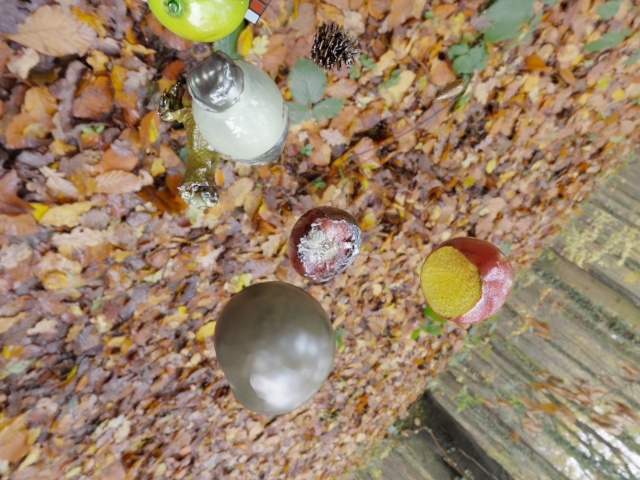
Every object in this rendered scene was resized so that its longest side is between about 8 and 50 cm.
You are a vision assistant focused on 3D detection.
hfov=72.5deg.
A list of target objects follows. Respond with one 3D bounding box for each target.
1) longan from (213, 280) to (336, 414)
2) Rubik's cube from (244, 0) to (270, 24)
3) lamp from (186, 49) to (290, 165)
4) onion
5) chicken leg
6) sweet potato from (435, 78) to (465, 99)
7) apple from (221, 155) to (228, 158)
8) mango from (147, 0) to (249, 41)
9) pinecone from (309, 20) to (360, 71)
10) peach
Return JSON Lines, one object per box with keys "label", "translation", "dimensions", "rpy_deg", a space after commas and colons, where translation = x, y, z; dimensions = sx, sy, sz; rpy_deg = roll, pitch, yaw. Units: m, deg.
{"label": "longan", "translation": [-0.068, 0.168, 0.694], "dimensions": [0.198, 0.212, 0.198], "rpy_deg": [-15, -179, 0]}
{"label": "Rubik's cube", "translation": [-0.215, -0.813, 1.359], "dimensions": [0.160, 0.163, 0.162], "rpy_deg": [-23, -133, 56]}
{"label": "lamp", "translation": [-0.083, -0.137, 0.493], "dimensions": [0.101, 0.101, 0.250], "rpy_deg": [-51, 173, 2]}
{"label": "onion", "translation": [0.000, 0.000, 1.458], "dimensions": [0.272, 0.195, 0.272], "rpy_deg": [-19, 125, -29]}
{"label": "chicken leg", "translation": [-0.304, -0.275, 1.078], "dimensions": [0.140, 0.211, 0.361], "rpy_deg": [-29, -136, 51]}
{"label": "sweet potato", "translation": [0.320, -0.366, 1.063], "dimensions": [0.095, 0.034, 0.034], "rpy_deg": [-36, 155, -9]}
{"label": "apple", "translation": [-0.316, -0.436, 1.721], "dimensions": [0.256, 0.234, 0.257], "rpy_deg": [-10, 178, 0]}
{"label": "mango", "translation": [-0.237, -0.514, 0.839], "dimensions": [0.192, 0.343, 0.156], "rpy_deg": [13, 141, -32]}
{"label": "pinecone", "translation": [0.058, -0.664, 1.519], "dimensions": [0.163, 0.165, 0.163], "rpy_deg": [-62, 173, -14]}
{"label": "peach", "translation": [0.304, 0.084, 0.921], "dimensions": [0.190, 0.190, 0.192], "rpy_deg": [-53, 154, 6]}
